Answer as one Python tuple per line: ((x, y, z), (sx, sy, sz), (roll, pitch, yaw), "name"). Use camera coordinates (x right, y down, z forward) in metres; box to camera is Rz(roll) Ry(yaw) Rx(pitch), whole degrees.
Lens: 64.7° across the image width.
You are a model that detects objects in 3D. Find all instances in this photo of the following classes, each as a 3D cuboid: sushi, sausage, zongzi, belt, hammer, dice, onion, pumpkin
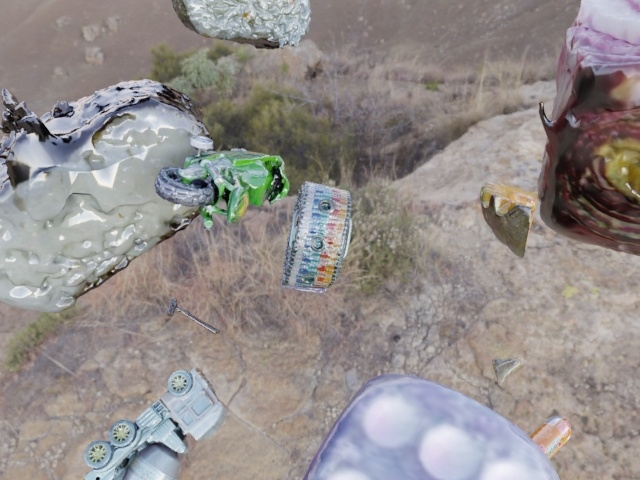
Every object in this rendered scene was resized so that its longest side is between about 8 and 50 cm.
((-0.301, -0.081, 0.620), (0.349, 0.234, 0.207), (-31, 47, -4), "sushi")
((0.579, 0.524, 1.308), (0.234, 0.071, 0.071), (-22, 40, -34), "sausage")
((0.508, 0.353, 1.359), (0.076, 0.040, 0.083), (-8, 34, 7), "zongzi")
((0.000, 0.000, 1.334), (0.161, 0.294, 0.207), (10, 0, -10), "belt")
((-0.366, 0.230, 1.462), (0.021, 0.178, 0.065), (-36, 29, 27), "hammer")
((0.117, 0.355, 0.637), (0.270, 0.271, 0.270), (25, 55, 19), "dice")
((-0.129, -0.388, 0.822), (0.226, 0.136, 0.126), (2, 14, -18), "sushi")
((0.269, -0.082, 0.352), (0.206, 0.206, 0.216), (13, 55, 25), "onion")
((0.429, -0.047, 1.184), (0.131, 0.149, 0.254), (13, 19, 21), "pumpkin")

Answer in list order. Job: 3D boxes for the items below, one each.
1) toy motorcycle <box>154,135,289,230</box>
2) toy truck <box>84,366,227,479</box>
((-0.095, -0.065, 0.556), (0.106, 0.074, 0.190), (22, 24, 8), "toy motorcycle")
((-0.269, 0.344, 0.844), (0.257, 0.108, 0.140), (-40, 74, -20), "toy truck")
